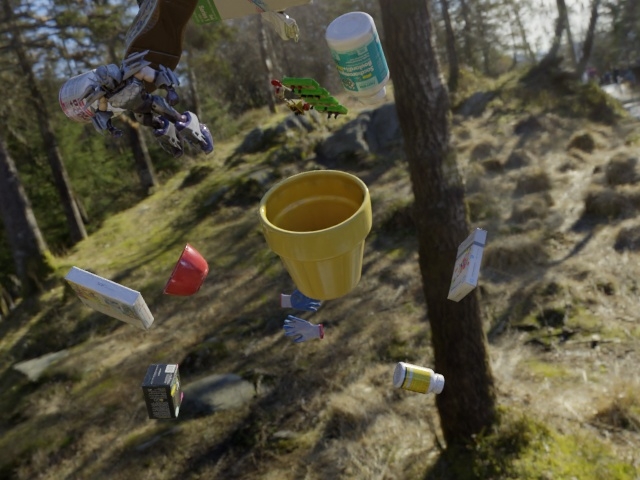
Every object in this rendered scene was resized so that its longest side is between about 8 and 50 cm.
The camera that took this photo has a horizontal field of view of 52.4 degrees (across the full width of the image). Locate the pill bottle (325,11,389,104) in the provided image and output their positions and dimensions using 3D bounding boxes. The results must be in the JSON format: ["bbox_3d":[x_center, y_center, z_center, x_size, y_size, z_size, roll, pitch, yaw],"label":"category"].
[{"bbox_3d":[0.120,-0.534,1.947,0.146,0.264,0.146,-13,48,15],"label":"pill bottle"}]

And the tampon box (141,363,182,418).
[{"bbox_3d":[-0.561,0.539,2.323,0.102,0.161,0.120,-1,30,2],"label":"tampon box"}]

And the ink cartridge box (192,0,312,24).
[{"bbox_3d":[-0.168,-0.619,1.453,0.278,0.201,0.117,-9,-18,4],"label":"ink cartridge box"}]

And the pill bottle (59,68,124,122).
[{"bbox_3d":[-0.727,-0.475,2.129,0.160,0.160,0.283,-25,18,-38],"label":"pill bottle"}]

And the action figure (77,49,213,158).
[{"bbox_3d":[-0.325,-0.250,1.232,0.185,0.099,0.285,-19,-25,20],"label":"action figure"}]

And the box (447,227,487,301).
[{"bbox_3d":[0.439,0.075,1.949,0.038,0.186,0.145,18,-25,-3],"label":"box"}]

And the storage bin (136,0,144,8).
[{"bbox_3d":[-0.469,-0.746,1.922,0.122,0.084,0.180,-13,20,13],"label":"storage bin"}]

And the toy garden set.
[{"bbox_3d":[-0.057,-0.449,2.085,0.204,0.049,0.244,11,-7,31],"label":"toy garden set"}]

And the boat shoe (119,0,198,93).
[{"bbox_3d":[-0.328,-0.429,1.324,0.105,0.285,0.089,21,18,-38],"label":"boat shoe"}]

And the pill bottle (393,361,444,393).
[{"bbox_3d":[0.246,0.348,1.628,0.116,0.065,0.065,14,8,-9],"label":"pill bottle"}]

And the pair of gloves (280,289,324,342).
[{"bbox_3d":[-0.063,0.248,2.190,0.159,0.198,0.023,-1,6,27],"label":"pair of gloves"}]

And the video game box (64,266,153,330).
[{"bbox_3d":[-0.570,0.161,1.770,0.205,0.048,0.187,20,-25,9],"label":"video game box"}]

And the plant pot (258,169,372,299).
[{"bbox_3d":[0.000,0.000,1.526,0.254,0.239,0.254,-6,38,5],"label":"plant pot"}]

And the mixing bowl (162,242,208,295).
[{"bbox_3d":[-0.421,0.108,2.084,0.098,0.181,0.181,25,5,-12],"label":"mixing bowl"}]

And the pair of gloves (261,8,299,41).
[{"bbox_3d":[-0.138,-0.725,1.964,0.042,0.240,0.204,-32,61,-19],"label":"pair of gloves"}]
